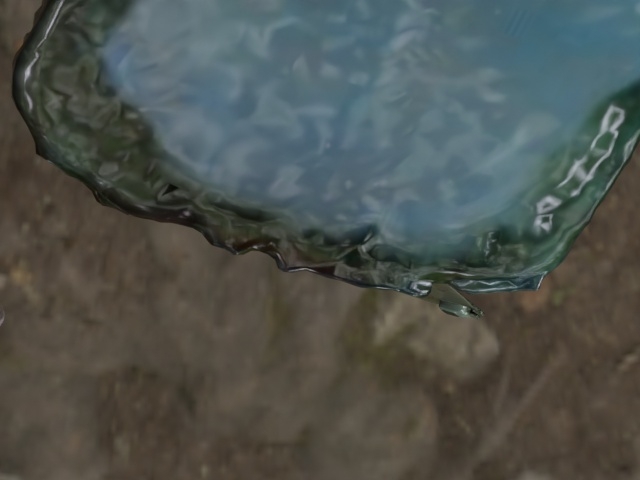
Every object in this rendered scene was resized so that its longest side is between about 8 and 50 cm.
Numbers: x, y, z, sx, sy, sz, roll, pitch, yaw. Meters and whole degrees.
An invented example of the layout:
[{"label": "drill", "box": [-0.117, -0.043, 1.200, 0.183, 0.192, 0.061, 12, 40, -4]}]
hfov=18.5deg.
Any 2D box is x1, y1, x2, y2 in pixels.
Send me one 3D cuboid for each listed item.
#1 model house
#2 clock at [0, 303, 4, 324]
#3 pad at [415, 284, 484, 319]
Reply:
[{"label": "model house", "box": [0.011, -0.201, 1.193, 0.360, 0.339, 0.297, 13, 130, -17]}, {"label": "clock", "box": [-0.398, 0.051, 1.845, 0.197, 0.197, 0.068, 29, 99, -19]}, {"label": "pad", "box": [0.000, -0.001, 1.384, 0.159, 0.009, 0.265, 15, 168, 31]}]
